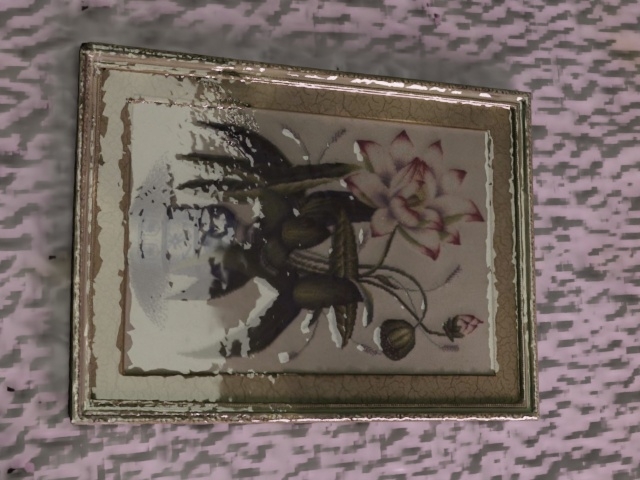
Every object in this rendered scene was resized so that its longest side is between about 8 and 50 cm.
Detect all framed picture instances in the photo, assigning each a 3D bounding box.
[{"bbox_3d":[0.000,0.000,0.533,0.231,0.010,0.173,2,81,-20],"label":"framed picture"}]
